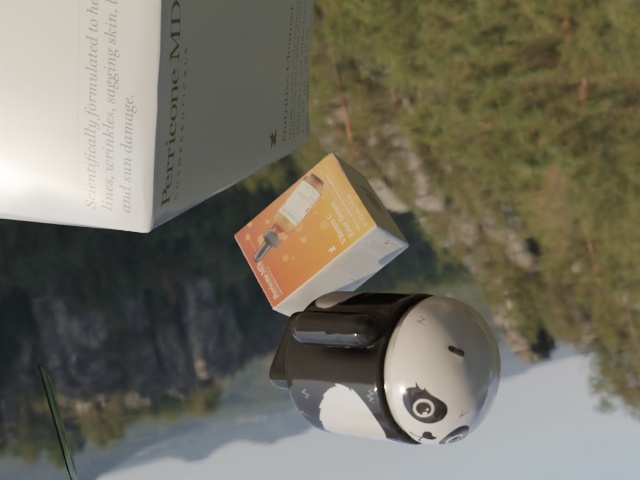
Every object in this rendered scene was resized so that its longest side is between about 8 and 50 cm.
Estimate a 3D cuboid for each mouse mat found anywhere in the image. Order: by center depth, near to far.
[{"bbox_3d":[-0.330,0.233,1.351,0.007,0.153,0.190,-16,173,-12],"label":"mouse mat"}]

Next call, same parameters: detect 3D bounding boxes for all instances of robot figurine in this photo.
[{"bbox_3d":[0.071,0.146,1.231,0.278,0.174,0.209,-1,-170,42],"label":"robot figurine"}]

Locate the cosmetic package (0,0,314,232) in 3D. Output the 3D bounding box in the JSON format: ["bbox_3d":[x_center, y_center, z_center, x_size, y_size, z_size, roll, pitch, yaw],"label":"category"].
[{"bbox_3d":[-0.117,-0.151,0.771,0.156,0.217,0.385,7,-164,10],"label":"cosmetic package"}]

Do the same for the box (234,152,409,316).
[{"bbox_3d":[0.000,0.000,1.353,0.170,0.130,0.091,-40,147,14],"label":"box"}]
